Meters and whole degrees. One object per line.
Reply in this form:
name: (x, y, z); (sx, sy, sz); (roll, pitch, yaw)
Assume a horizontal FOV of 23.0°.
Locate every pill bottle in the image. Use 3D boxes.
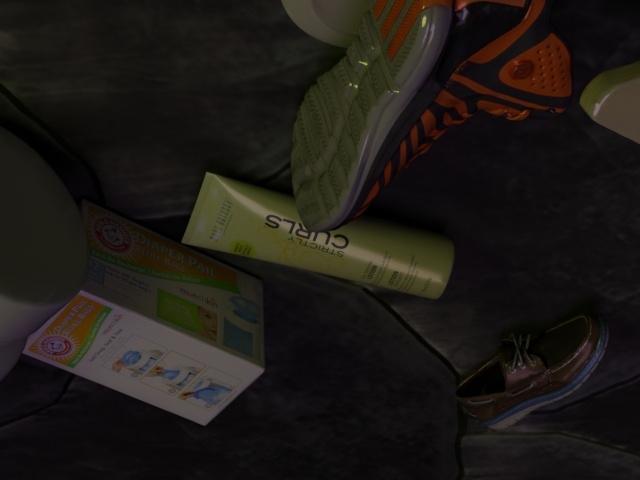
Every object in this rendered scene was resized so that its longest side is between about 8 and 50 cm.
pill bottle: (-0.392, 0.073, 1.346); (0.392, 0.224, 0.224); (-36, 128, 29)

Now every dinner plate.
dinner plate: (0.037, -0.204, 1.248); (0.141, 0.017, 0.141); (-3, 135, -3)

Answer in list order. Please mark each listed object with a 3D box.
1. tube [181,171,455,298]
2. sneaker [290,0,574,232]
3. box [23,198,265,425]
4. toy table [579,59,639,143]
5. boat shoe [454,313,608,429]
tube: (0.000, 0.000, 1.424); (0.240, 0.062, 0.070); (14, 92, -12)
sneaker: (0.099, -0.105, 1.279); (0.180, 0.125, 0.321); (-1, 151, -25)
box: (-0.161, 0.067, 1.435); (0.203, 0.114, 0.103); (25, 130, -28)
toy table: (0.336, -0.120, 1.221); (0.274, 0.252, 0.161); (28, 111, -18)
boat shoe: (0.206, 0.127, 1.561); (0.066, 0.066, 0.183); (27, 127, -27)
